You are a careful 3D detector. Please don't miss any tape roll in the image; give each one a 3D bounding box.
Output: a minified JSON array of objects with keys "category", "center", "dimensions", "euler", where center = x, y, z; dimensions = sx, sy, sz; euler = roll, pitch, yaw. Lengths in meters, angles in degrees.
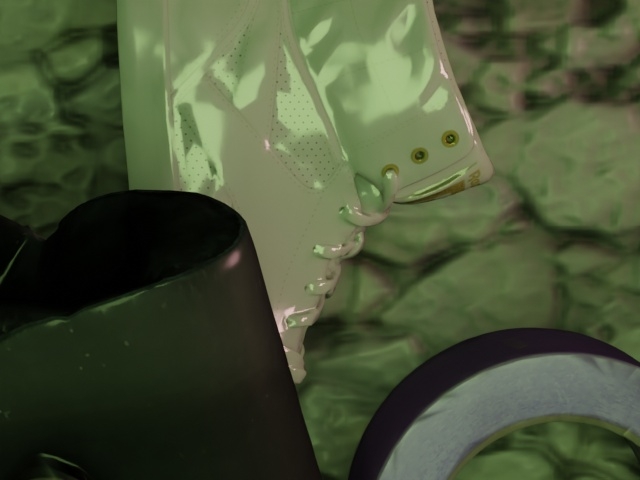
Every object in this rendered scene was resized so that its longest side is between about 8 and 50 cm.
[{"category":"tape roll","center":[0.108,0.140,0.924],"dimensions":[0.189,0.080,0.189],"euler":[-1,97,-5]}]

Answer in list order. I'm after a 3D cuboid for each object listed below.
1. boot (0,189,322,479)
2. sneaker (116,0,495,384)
[{"category":"boot","center":[0.012,0.178,0.804],"dimensions":[0.367,0.146,0.445],"euler":[-13,111,14]},{"category":"sneaker","center":[0.000,0.000,0.887],"dimensions":[0.169,0.108,0.293],"euler":[-4,95,-1]}]
